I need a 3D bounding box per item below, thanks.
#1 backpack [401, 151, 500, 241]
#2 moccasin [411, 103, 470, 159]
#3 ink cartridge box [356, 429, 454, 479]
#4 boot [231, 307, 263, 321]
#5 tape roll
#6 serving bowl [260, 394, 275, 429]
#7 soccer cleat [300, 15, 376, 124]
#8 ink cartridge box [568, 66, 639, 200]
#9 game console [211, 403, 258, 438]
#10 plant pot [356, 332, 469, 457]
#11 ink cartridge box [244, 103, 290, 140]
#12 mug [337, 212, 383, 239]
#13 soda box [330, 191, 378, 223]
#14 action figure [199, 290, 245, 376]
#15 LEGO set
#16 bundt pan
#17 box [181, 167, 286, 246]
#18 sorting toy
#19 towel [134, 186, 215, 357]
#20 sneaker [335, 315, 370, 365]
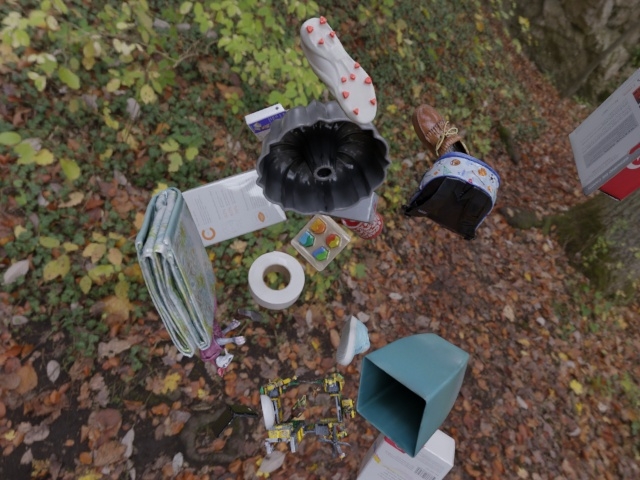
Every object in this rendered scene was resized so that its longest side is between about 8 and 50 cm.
[{"bbox_3d":[0.444,-0.157,1.312,0.276,0.263,0.213,22,70,0],"label":"backpack"},{"bbox_3d":[0.513,-0.393,1.664,0.380,0.139,0.147,56,-2,-12],"label":"moccasin"},{"bbox_3d":[0.294,0.774,1.424,0.226,0.306,0.131,30,25,10],"label":"ink cartridge box"},{"bbox_3d":[-0.281,0.292,1.550,0.106,0.114,0.037,26,60,-13],"label":"boot"},{"bbox_3d":[-0.227,0.203,2.074,0.286,0.100,0.286,5,62,-8],"label":"tape roll"},{"bbox_3d":[-0.131,0.430,1.022,0.027,0.083,0.083,-11,49,-12],"label":"serving bowl"},{"bbox_3d":[0.031,-0.281,0.688,0.068,0.076,0.196,-33,93,-11],"label":"soccer cleat"},{"bbox_3d":[0.744,-0.251,0.910,0.130,0.309,0.272,25,50,-5],"label":"ink cartridge box"},{"bbox_3d":[-0.248,0.520,1.166,0.107,0.122,0.071,13,76,-20],"label":"game console"},{"bbox_3d":[0.226,0.322,0.931,0.234,0.165,0.165,-19,33,-40],"label":"plant pot"},{"bbox_3d":[-0.187,-0.494,1.689,0.206,0.208,0.045,44,29,-81],"label":"ink cartridge box"},{"bbox_3d":[0.134,-0.064,1.489,0.169,0.150,0.113,19,49,-63],"label":"mug"},{"bbox_3d":[0.034,-0.126,1.304,0.286,0.098,0.091,11,1,18],"label":"soda box"},{"bbox_3d":[-0.441,0.344,1.545,0.275,0.248,0.370,-15,81,-15],"label":"action figure"},{"bbox_3d":[-0.058,0.580,1.359,0.331,0.255,0.192,-1,-5,11],"label":"LEGO set"},{"bbox_3d":[-0.001,-0.209,1.006,0.330,0.331,0.124,12,51,-30],"label":"bundt pan"},{"bbox_3d":[-0.329,-0.136,1.556,0.345,0.215,0.168,-18,15,-5],"label":"box"},{"bbox_3d":[0.000,0.000,1.776,0.193,0.208,0.038,44,0,10],"label":"sorting toy"},{"bbox_3d":[-0.361,0.066,1.048,0.090,0.321,0.374,-14,29,-5],"label":"towel"},{"bbox_3d":[0.180,0.502,1.991,0.150,0.135,0.366,30,25,0],"label":"sneaker"}]
